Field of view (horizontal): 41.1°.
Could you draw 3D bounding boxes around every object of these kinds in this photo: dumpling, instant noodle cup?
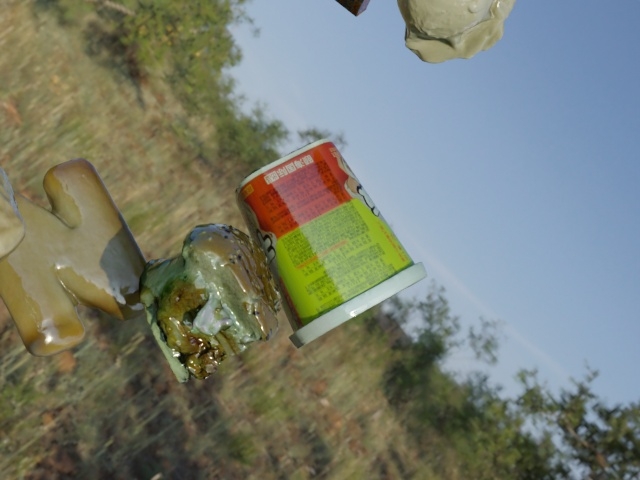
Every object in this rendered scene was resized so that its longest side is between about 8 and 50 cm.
[{"bbox_3d":[0.207,-0.376,1.248,0.147,0.193,0.258,-93,180,-50],"label":"dumpling"},{"bbox_3d":[0.000,0.000,1.561,0.308,0.294,0.294,60,-1,6],"label":"instant noodle cup"}]

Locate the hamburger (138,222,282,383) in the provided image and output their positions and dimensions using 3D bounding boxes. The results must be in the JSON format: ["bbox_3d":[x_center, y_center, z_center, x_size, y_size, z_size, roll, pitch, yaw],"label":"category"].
[{"bbox_3d":[-0.157,0.071,1.206,0.288,0.167,0.192,-90,154,-76],"label":"hamburger"}]

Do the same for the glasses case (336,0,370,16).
[{"bbox_3d":[0.009,-0.543,1.701,0.218,0.049,0.075,39,-37,5],"label":"glasses case"}]

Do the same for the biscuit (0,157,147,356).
[{"bbox_3d":[-0.414,0.020,1.377,0.291,0.237,0.062,62,-29,8],"label":"biscuit"}]

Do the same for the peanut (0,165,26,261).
[{"bbox_3d":[-0.454,-0.071,0.947,0.313,0.149,0.149,30,-7,13],"label":"peanut"}]
